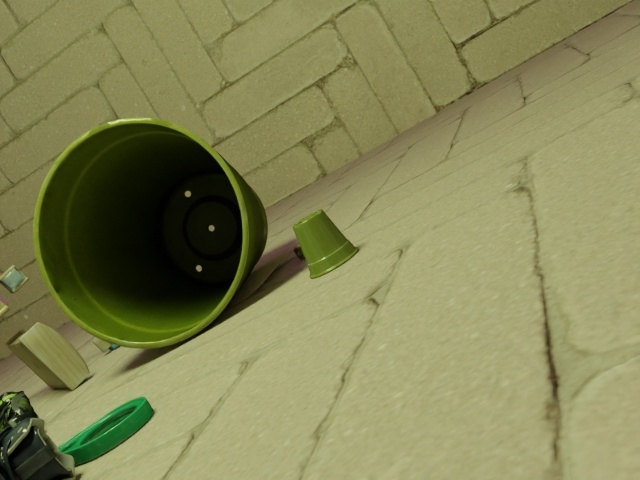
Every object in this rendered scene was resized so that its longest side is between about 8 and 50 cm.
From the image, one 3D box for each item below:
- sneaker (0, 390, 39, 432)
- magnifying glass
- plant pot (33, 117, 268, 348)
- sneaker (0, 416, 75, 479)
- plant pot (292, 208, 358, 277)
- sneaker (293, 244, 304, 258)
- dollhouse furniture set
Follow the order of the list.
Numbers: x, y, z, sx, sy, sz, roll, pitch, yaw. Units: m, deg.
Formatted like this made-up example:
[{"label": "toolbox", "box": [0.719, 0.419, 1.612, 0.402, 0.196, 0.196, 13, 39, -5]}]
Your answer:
[{"label": "sneaker", "box": [-0.482, 0.278, 1.110, 0.067, 0.078, 0.188, -34, 9, -21]}, {"label": "magnifying glass", "box": [-0.294, 0.247, 0.815, 0.231, 0.026, 0.092, -28, 8, 6]}, {"label": "plant pot", "box": [-0.253, -0.016, 1.289, 0.366, 0.366, 0.353, -29, -4, 12]}, {"label": "sneaker", "box": [-0.336, 0.256, 0.676, 0.163, 0.086, 0.226, -32, 6, 14]}, {"label": "plant pot", "box": [0.000, 0.000, 1.032, 0.083, 0.079, 0.083, -31, 7, 4]}, {"label": "sneaker", "box": [-0.016, 0.008, 1.215, 0.037, 0.032, 0.083, -35, 9, -25]}, {"label": "dollhouse furniture set", "box": [-0.493, 0.110, 1.434, 0.303, 0.286, 0.198, -49, 16, -30]}]
